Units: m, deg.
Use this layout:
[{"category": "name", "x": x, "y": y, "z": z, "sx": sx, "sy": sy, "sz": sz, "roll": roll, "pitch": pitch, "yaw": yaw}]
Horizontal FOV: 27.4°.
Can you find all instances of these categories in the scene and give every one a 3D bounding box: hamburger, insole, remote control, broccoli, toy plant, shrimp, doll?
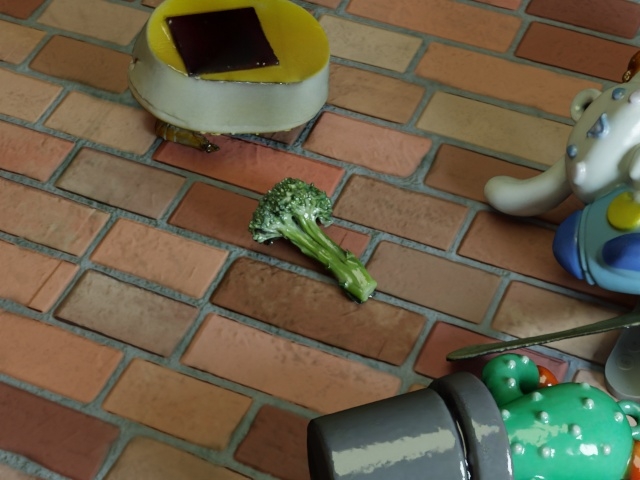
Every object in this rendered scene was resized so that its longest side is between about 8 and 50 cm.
[{"category": "hamburger", "x": -0.129, "y": -0.249, "z": 1.904, "sx": 0.295, "sy": 0.151, "sz": 0.227, "roll": 4, "pitch": 52, "yaw": -17}, {"category": "insole", "x": 0.322, "y": 0.106, "z": 1.586, "sx": 0.348, "sy": 0.119, "sz": 0.009, "roll": -13, "pitch": 90, "yaw": 12}, {"category": "remote control", "x": 0.426, "y": 0.108, "z": 1.649, "sx": 0.077, "sy": 0.022, "sz": 0.245, "roll": 22, "pitch": 55, "yaw": 21}, {"category": "broccoli", "x": -0.002, "y": 0.001, "z": 1.738, "sx": 0.118, "sy": 0.122, "sz": 0.204, "roll": -42, "pitch": 72, "yaw": -10}, {"category": "toy plant", "x": 0.190, "y": 0.231, "z": 1.469, "sx": 0.400, "sy": 0.185, "sz": 0.279, "roll": -8, "pitch": 20, "yaw": -12}, {"category": "shrimp", "x": -0.184, "y": -0.166, "z": 1.928, "sx": 0.127, "sy": 0.025, "sz": 0.091, "roll": 32, "pitch": 57, "yaw": 30}, {"category": "doll", "x": 0.400, "y": -0.060, "z": 1.616, "sx": 0.187, "sy": 0.376, "sz": 0.365, "roll": -1, "pitch": 50, "yaw": -31}]

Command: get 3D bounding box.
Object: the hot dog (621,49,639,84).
[{"category": "hot dog", "x": 0.484, "y": -0.177, "z": 1.799, "sx": 0.150, "sy": 0.153, "sz": 0.256, "roll": 4, "pitch": 50, "yaw": 7}]
